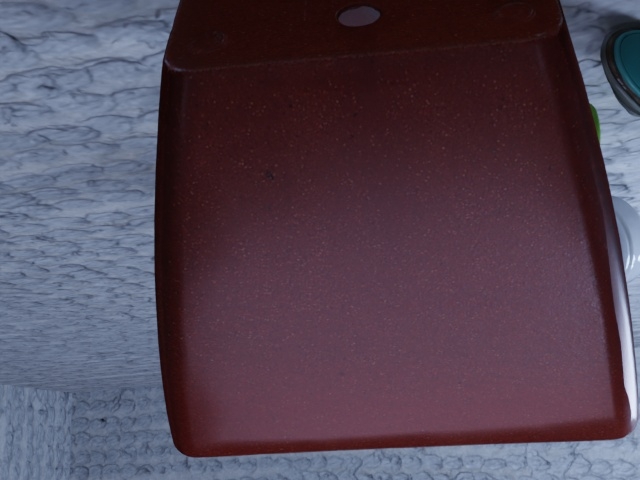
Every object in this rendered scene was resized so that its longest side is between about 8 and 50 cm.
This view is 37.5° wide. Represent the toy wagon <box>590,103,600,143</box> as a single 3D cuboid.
[{"bbox_3d":[0.110,-0.088,0.855,0.267,0.068,0.344,-3,165,2],"label":"toy wagon"}]

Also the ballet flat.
[{"bbox_3d":[0.284,-0.117,0.762,0.213,0.072,0.068,7,169,-31],"label":"ballet flat"}]

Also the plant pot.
[{"bbox_3d":[0.033,-0.058,0.548,0.267,0.267,0.236,-4,133,7],"label":"plant pot"}]

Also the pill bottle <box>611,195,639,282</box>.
[{"bbox_3d":[0.240,0.025,1.078,0.272,0.152,0.152,-14,173,-29],"label":"pill bottle"}]
